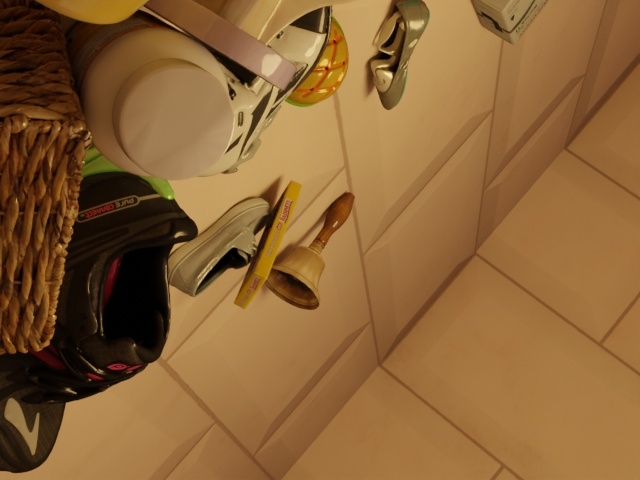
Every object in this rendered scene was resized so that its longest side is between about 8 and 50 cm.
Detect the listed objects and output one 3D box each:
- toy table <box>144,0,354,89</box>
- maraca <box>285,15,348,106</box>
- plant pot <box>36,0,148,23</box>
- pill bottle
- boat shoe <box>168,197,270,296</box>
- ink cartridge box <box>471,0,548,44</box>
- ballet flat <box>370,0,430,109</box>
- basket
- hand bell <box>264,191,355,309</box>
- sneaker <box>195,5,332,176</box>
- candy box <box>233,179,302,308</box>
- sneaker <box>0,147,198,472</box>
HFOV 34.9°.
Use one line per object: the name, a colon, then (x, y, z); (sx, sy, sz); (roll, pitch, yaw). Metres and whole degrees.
toy table: (-0.075, -0.264, 1.018); (0.252, 0.274, 0.160); (28, 96, -35)
maraca: (-0.026, -0.260, 1.360); (0.127, 0.099, 0.185); (-44, 136, -14)
plant pot: (-0.147, -0.306, 0.770); (0.239, 0.254, 0.254); (-43, 168, 30)
pill bottle: (-0.166, -0.138, 0.962); (0.136, 0.246, 0.136); (-9, 113, -21)
boat shoe: (-0.145, 0.016, 1.606); (0.227, 0.081, 0.079); (-39, 158, -35)
ink cartridge box: (0.366, -0.475, 1.909); (0.153, 0.087, 0.208); (-53, 163, 5)
ballet flat: (0.116, -0.307, 1.684); (0.068, 0.072, 0.213); (-7, 138, -27)
basket: (-0.350, -0.063, 0.941); (0.214, 0.223, 0.299); (-1, 135, -25)
hand bell: (0.000, 0.000, 1.947); (0.242, 0.126, 0.126); (-58, 166, -26)
sneaker: (-0.098, -0.206, 1.234); (0.146, 0.122, 0.330); (-25, 147, -58)
candy box: (-0.085, 0.006, 1.660); (0.105, 0.027, 0.205); (123, -10, -51)
sneaker: (-0.301, 0.119, 1.225); (0.185, 0.202, 0.482); (-20, 144, -58)
